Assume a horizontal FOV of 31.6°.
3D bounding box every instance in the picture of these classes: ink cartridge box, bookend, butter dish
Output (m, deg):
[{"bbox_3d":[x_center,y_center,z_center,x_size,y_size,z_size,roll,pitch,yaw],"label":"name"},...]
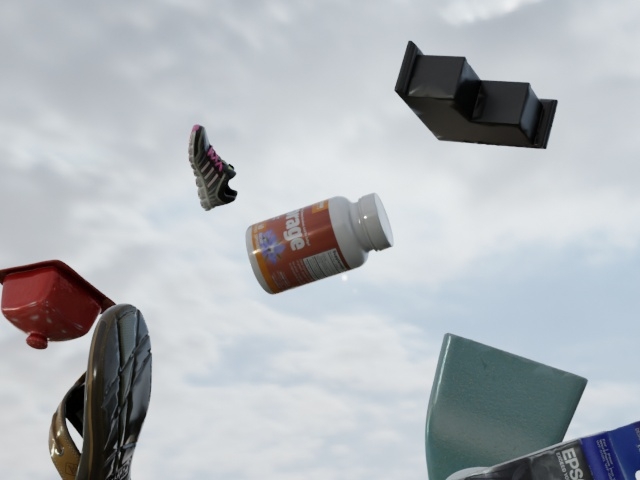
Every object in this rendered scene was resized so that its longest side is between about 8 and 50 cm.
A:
[{"bbox_3d":[0.234,0.329,1.275,0.333,0.165,0.065,-23,-16,15],"label":"ink cartridge box"},{"bbox_3d":[0.200,-0.185,1.445,0.156,0.072,0.157,8,-16,32],"label":"bookend"},{"bbox_3d":[-0.428,0.115,1.767,0.160,0.118,0.160,-9,-38,31],"label":"butter dish"}]

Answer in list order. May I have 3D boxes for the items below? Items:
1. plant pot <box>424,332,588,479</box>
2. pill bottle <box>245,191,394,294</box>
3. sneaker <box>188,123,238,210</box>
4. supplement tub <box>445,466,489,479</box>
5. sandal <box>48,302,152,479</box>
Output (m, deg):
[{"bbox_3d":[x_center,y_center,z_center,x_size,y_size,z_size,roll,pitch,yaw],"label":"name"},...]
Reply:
[{"bbox_3d":[0.298,0.331,1.951,0.247,0.252,0.248,17,-10,12],"label":"plant pot"},{"bbox_3d":[0.000,0.000,1.788,0.216,0.121,0.121,-19,-28,12],"label":"pill bottle"},{"bbox_3d":[-0.190,-0.133,2.034,0.075,0.063,0.170,-5,-62,11],"label":"sneaker"},{"bbox_3d":[0.215,0.417,1.495,0.144,0.144,0.199,-2,-64,-3],"label":"supplement tub"},{"bbox_3d":[-0.174,0.155,0.861,0.060,0.219,0.090,11,15,13],"label":"sandal"}]
